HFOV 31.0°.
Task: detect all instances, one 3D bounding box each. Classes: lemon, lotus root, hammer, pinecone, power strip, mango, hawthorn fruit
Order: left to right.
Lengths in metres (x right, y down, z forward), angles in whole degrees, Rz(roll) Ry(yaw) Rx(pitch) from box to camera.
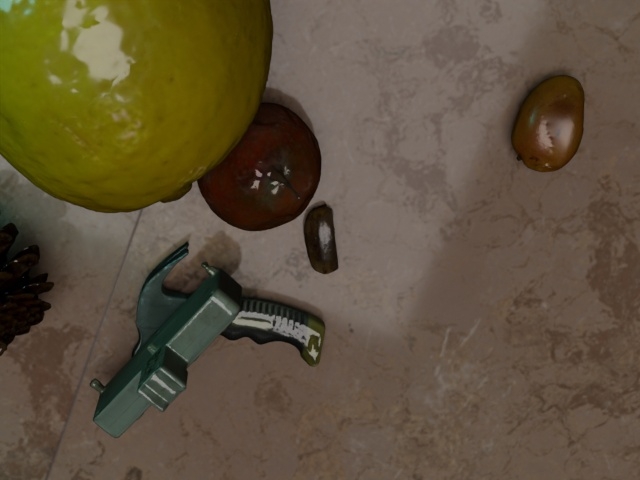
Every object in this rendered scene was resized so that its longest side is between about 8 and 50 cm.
[{"bbox_3d":[-0.401,0.047,1.273,0.207,0.208,0.208,-1,106,-4],"label":"pinecone"},{"bbox_3d":[-0.205,-0.200,1.137,0.348,0.348,0.348,-1,106,-4],"label":"lemon"},{"bbox_3d":[-0.176,0.133,1.288,0.061,0.145,0.216,40,101,-15],"label":"power strip"},{"bbox_3d":[-0.106,0.094,1.377,0.226,0.041,0.159,11,107,-7],"label":"hammer"},{"bbox_3d":[-0.066,-0.088,1.263,0.149,0.189,0.149,1,76,-5],"label":"hawthorn fruit"},{"bbox_3d":[0.000,0.001,1.362,0.037,0.030,0.083,-6,106,-1],"label":"lotus root"},{"bbox_3d":[0.265,-0.135,1.327,0.080,0.060,0.114,27,105,5],"label":"mango"}]
